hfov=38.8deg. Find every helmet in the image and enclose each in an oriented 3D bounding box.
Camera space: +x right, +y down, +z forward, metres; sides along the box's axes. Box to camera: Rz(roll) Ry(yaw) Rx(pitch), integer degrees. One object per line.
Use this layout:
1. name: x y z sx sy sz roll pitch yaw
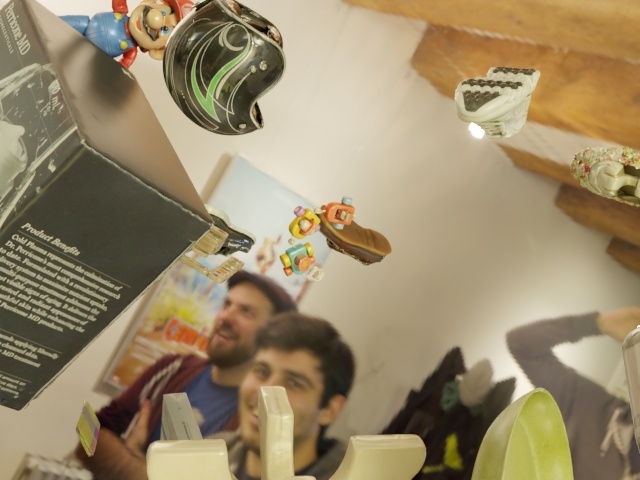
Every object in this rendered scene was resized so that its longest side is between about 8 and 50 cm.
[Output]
1. helmet: -0.128 -0.225 1.211 0.169 0.161 0.169 33 19 -13

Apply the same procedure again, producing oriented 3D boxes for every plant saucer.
1. plant saucer: 0.165 0.242 0.745 0.037 0.240 0.241 -2 -19 28

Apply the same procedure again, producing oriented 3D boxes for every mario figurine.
1. mario figurine: -0.390 -0.415 1.761 0.170 0.321 0.198 -118 -162 -46

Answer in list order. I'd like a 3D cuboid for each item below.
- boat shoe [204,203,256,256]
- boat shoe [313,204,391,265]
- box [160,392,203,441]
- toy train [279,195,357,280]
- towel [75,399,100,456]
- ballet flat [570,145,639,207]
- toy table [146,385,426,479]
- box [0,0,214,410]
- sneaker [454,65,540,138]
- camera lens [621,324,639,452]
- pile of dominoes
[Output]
1. boat shoe: -0.251 -0.009 2.236 0.114 0.091 0.302 12 -12 25
2. boat shoe: 0.050 -0.002 1.780 0.073 0.073 0.207 -31 -44 31
3. box: -0.205 0.340 1.324 0.038 0.186 0.145 -3 27 -20
4. toy train: 0.000 0.000 1.569 0.125 0.166 0.046 13 16 -33
5. towel: -0.374 0.301 1.460 0.083 0.010 0.060 -100 172 -65
6. ballet flat: 0.493 -0.090 1.417 0.241 0.091 0.077 20 28 34
7. toy table: -0.031 0.259 0.835 0.252 0.160 0.274 -2 17 -23
8. box: -0.499 -0.069 1.513 0.297 0.472 0.480 37 15 -47
9. sneaker: 0.303 -0.223 1.539 0.110 0.118 0.292 12 21 25
10. camera lens: 0.659 0.276 1.599 0.220 0.274 0.219 0 -26 0
11. pile of dominoes: -0.236 -0.002 1.689 0.196 0.040 0.251 30 8 1
